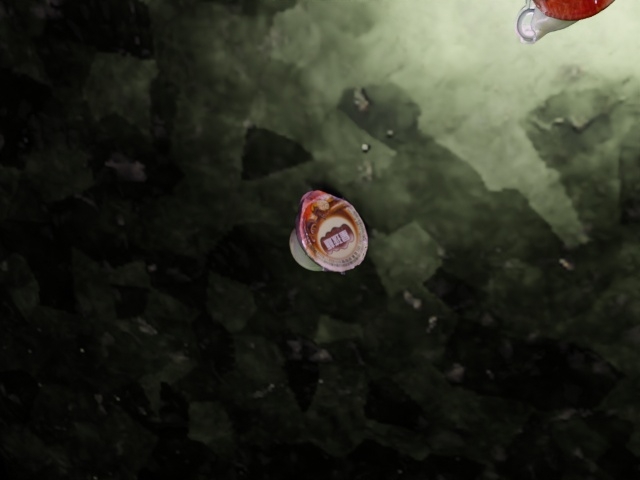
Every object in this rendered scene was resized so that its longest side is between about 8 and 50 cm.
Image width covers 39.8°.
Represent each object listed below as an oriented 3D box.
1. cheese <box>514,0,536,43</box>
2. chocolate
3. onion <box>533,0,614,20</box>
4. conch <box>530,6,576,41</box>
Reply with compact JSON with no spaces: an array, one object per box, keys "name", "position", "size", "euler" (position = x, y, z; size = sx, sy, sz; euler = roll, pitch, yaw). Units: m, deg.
[{"name":"cheese","position":[0.441,-0.468,1.840],"size":[0.067,0.026,0.121],"euler":[11,114,13]},{"name":"chocolate","position":[-0.008,-0.004,2.168],"size":[0.221,0.221,0.147],"euler":[52,140,-10]},{"name":"onion","position":[0.481,-0.544,1.689],"size":[0.229,0.163,0.230],"euler":[-2,86,27]},{"name":"conch","position":[0.494,-0.477,1.788],"size":[0.180,0.065,0.088],"euler":[-36,110,22]}]
